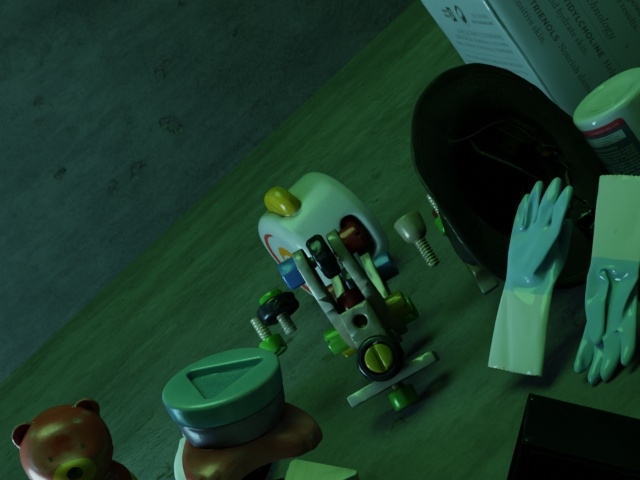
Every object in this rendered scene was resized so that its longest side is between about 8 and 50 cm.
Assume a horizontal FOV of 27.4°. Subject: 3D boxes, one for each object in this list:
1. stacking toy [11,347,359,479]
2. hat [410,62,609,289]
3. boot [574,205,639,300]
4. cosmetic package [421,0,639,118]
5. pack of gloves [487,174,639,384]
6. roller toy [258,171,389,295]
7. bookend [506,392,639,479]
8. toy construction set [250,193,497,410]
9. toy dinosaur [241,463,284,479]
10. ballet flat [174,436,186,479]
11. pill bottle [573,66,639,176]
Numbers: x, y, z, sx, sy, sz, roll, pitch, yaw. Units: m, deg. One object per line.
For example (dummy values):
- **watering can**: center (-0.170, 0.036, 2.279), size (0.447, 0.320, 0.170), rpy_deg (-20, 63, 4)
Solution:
- **stacking toy**: center (-0.136, 0.208, 1.319), size (0.309, 0.130, 0.279), rpy_deg (-25, 21, -25)
- **hat**: center (0.221, -0.058, 1.675), size (0.134, 0.331, 0.331), rpy_deg (-48, 5, 48)
- **boot**: center (0.343, 0.013, 1.503), size (0.045, 0.099, 0.121), rpy_deg (-40, 16, 2)
- **cosmetic package**: center (0.418, -0.371, 1.976), size (0.393, 0.327, 0.329), rpy_deg (-39, 16, -3)
- **pack of gloves**: center (0.290, 0.043, 1.464), size (0.195, 0.046, 0.232), rpy_deg (6, 84, 49)
- **roller toy**: center (0.000, 0.000, 2.115), size (0.146, 0.191, 0.209), rpy_deg (-45, -20, -16)
- **bookend**: center (0.239, 0.231, 1.151), size (0.072, 0.156, 0.157), rpy_deg (-66, -13, -58)
- **toy construction set**: center (0.101, 0.100, 1.727), size (0.309, 0.237, 0.257), rpy_deg (-26, -19, -18)
- **toy dinosaur**: center (-0.094, 0.369, 1.462), size (0.218, 0.164, 0.322), rpy_deg (-41, 21, 39)
- **ballet flat**: center (-0.140, 0.294, 1.749), size (0.116, 0.124, 0.342), rpy_deg (-34, 16, 15)
- **pill bottle**: center (0.393, -0.106, 1.570), size (0.108, 0.180, 0.108), rpy_deg (-35, 16, 12)
